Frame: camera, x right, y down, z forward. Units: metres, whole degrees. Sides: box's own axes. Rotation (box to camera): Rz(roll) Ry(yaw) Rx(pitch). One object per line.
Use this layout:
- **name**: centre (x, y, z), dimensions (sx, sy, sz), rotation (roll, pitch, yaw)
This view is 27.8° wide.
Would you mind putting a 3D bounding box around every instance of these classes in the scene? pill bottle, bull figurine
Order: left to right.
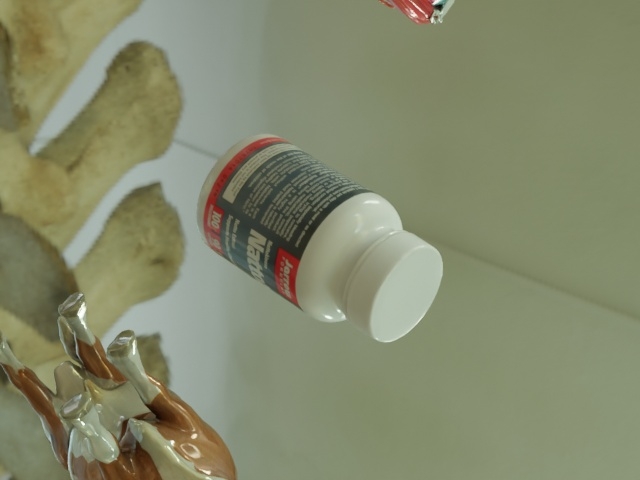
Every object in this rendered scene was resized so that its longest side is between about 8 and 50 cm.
- **bull figurine**: centre (-0.126, 0.145, 0.918), dimensions (0.310, 0.101, 0.188), rotation (13, -41, 53)
- **pill bottle**: centre (0.000, 0.000, 0.995), dimensions (0.180, 0.108, 0.108), rotation (32, -56, 34)

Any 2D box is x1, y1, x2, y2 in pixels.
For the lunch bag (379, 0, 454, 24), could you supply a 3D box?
- **lunch bag**: centre (0.009, -0.288, 0.948), dimensions (0.120, 0.293, 0.258), rotation (-46, -128, 8)
